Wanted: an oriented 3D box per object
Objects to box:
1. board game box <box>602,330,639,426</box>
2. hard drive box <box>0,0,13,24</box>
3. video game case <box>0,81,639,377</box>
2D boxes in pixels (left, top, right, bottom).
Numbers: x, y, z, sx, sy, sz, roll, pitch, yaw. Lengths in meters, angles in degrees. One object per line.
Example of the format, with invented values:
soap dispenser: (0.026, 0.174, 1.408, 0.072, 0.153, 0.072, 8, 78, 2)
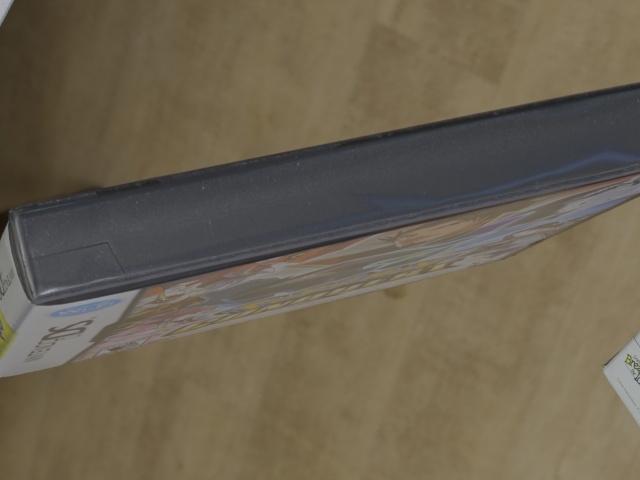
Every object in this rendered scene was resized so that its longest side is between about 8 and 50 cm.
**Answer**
board game box: (0.335, 0.046, 1.031, 0.275, 0.142, 0.144, -53, 57, 38)
hard drive box: (-0.368, -0.205, 1.394, 0.089, 0.181, 0.232, 35, 98, 45)
video game case: (0.000, 0.000, 0.673, 0.248, 0.275, 0.035, 145, 112, -71)
